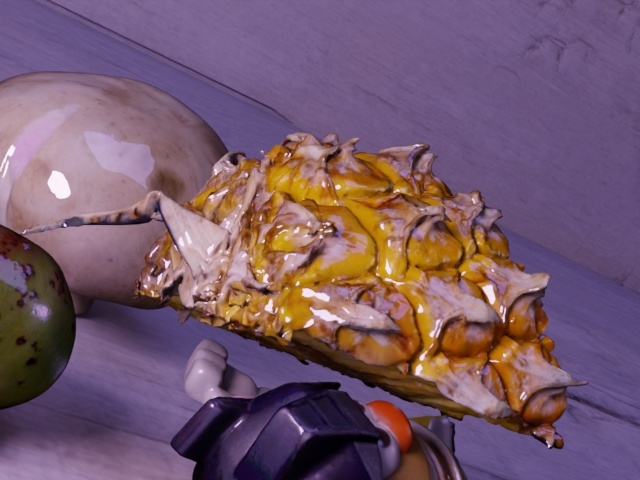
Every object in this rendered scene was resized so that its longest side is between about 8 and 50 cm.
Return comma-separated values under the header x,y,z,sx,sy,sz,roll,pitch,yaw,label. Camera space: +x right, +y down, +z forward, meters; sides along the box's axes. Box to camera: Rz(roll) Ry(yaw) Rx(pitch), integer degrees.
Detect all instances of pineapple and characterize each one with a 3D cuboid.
x,y,z,sx,sy,sz,roll,pitch,yaw,label
-0.002,-0.001,0.999,0.334,0.161,0.158,21,0,35,pineapple

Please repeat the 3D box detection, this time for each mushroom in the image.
x,y,z,sx,sy,sz,roll,pitch,yaw,label
-0.173,-0.033,1.276,0.255,0.184,0.255,33,12,-8,mushroom

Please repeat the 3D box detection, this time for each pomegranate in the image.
x,y,z,sx,sy,sz,roll,pitch,yaw,label
-0.208,0.048,0.982,0.130,0.130,0.130,30,11,-6,pomegranate

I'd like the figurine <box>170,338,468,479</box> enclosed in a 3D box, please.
x,y,z,sx,sy,sz,roll,pitch,yaw,label
0.026,0.167,1.017,0.308,0.143,0.308,17,-1,0,figurine
